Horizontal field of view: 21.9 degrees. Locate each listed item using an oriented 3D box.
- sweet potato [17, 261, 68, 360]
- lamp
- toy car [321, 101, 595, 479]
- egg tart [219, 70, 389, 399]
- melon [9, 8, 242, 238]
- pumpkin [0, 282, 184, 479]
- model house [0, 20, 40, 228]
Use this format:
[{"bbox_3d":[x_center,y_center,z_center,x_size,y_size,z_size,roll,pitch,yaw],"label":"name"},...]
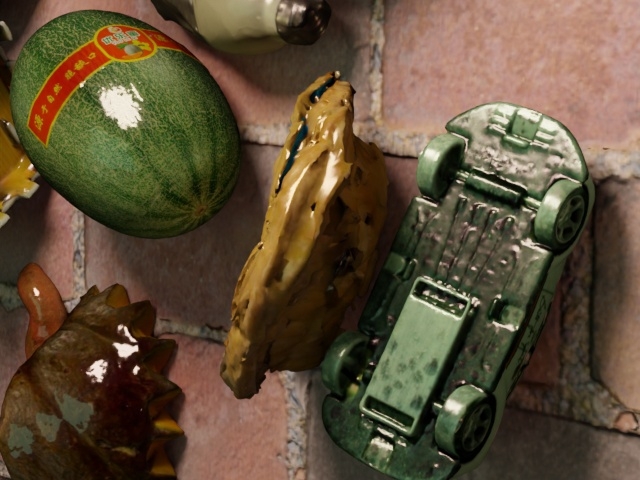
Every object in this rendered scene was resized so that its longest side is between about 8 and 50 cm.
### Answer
[{"bbox_3d":[-0.286,0.115,1.748,0.058,0.055,0.202,-20,76,6],"label":"sweet potato"},{"bbox_3d":[-0.084,-0.220,1.492,0.250,0.101,0.101,23,110,43],"label":"lamp"},{"bbox_3d":[0.120,0.046,1.311,0.136,0.125,0.305,24,88,33],"label":"toy car"},{"bbox_3d":[0.000,0.000,1.377,0.107,0.291,0.290,18,112,0],"label":"egg tart"},{"bbox_3d":[-0.191,-0.116,1.549,0.288,0.182,0.182,39,119,35],"label":"melon"},{"bbox_3d":[-0.230,0.169,1.642,0.130,0.149,0.254,-13,85,51],"label":"pumpkin"},{"bbox_3d":[-0.410,-0.111,1.702,0.215,0.198,0.224,7,138,39],"label":"model house"}]
